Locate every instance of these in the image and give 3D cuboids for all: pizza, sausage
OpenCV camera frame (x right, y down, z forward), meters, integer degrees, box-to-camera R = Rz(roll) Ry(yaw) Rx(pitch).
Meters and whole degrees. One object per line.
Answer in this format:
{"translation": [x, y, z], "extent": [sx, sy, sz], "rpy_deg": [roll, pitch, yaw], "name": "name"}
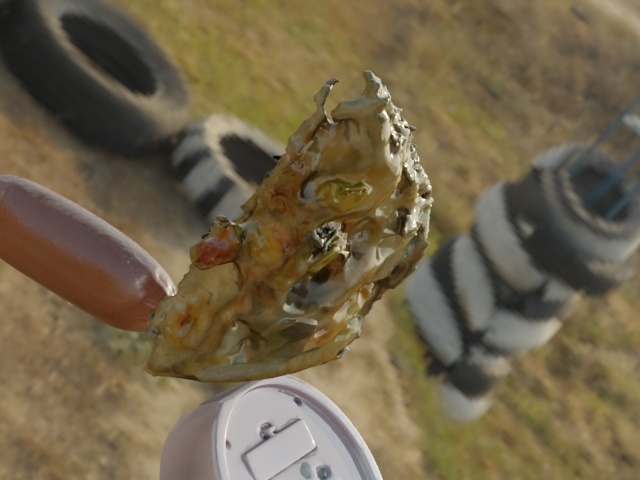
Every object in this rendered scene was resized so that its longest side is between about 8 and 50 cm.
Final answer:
{"translation": [0.000, 0.000, 1.215], "extent": [0.189, 0.297, 0.071], "rpy_deg": [4, 44, -35], "name": "pizza"}
{"translation": [-0.197, 0.010, 1.401], "extent": [0.194, 0.077, 0.077], "rpy_deg": [32, 13, 15], "name": "sausage"}

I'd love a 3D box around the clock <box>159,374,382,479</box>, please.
{"translation": [-0.033, 0.206, 1.389], "extent": [0.197, 0.068, 0.196], "rpy_deg": [33, 39, -32], "name": "clock"}
